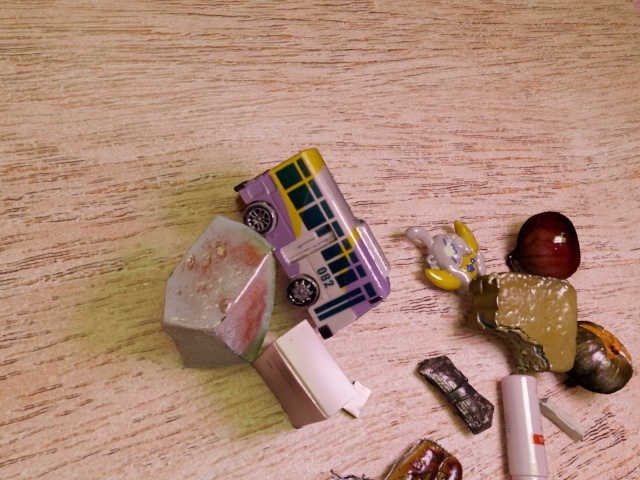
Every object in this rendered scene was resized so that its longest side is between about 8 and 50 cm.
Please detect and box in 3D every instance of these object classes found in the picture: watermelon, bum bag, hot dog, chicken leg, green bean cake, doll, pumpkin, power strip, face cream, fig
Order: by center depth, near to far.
[{"bbox_3d":[-0.253,0.148,1.108,0.229,0.258,0.386,23,102,22],"label":"watermelon"},{"bbox_3d":[0.244,0.618,1.215,0.271,0.082,0.162,-35,86,-27],"label":"hot dog"},{"bbox_3d":[0.565,0.555,1.346,0.102,0.102,0.345,10,64,-15],"label":"face cream"},{"bbox_3d":[0.384,0.421,1.363,0.102,0.069,0.248,-40,82,-13],"label":"bum bag"},{"bbox_3d":[0.702,0.520,1.439,0.191,0.047,0.030,41,56,1],"label":"power strip"},{"bbox_3d":[0.572,0.242,1.440,0.310,0.202,0.284,12,82,-12],"label":"green bean cake"},{"bbox_3d":[0.821,0.354,1.482,0.238,0.159,0.238,26,28,-15],"label":"pumpkin"},{"bbox_3d":[0.402,0.046,1.516,0.238,0.111,0.252,-19,83,-24],"label":"doll"},{"bbox_3d":[0.793,0.436,1.523,0.083,0.021,0.036,-25,56,-28],"label":"chicken leg"},{"bbox_3d":[0.736,0.018,1.589,0.215,0.235,0.235,15,55,31],"label":"fig"}]

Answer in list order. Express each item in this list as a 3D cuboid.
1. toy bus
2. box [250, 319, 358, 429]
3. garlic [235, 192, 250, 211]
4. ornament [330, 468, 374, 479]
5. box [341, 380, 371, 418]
[{"bbox_3d":[0.000,0.000,1.245,0.250,0.209,0.439,-28,96,11],"label":"toy bus"},{"bbox_3d":[-0.049,0.323,1.153,0.106,0.251,0.203,-31,79,-28],"label":"box"},{"bbox_3d":[-0.130,-0.112,1.404,0.207,0.115,0.128,29,54,-8],"label":"garlic"},{"bbox_3d":[0.081,0.608,1.197,0.125,0.028,0.073,14,62,-11],"label":"ornament"},{"bbox_3d":[0.093,0.420,1.288,0.053,0.024,0.083,36,59,-1],"label":"box"}]
